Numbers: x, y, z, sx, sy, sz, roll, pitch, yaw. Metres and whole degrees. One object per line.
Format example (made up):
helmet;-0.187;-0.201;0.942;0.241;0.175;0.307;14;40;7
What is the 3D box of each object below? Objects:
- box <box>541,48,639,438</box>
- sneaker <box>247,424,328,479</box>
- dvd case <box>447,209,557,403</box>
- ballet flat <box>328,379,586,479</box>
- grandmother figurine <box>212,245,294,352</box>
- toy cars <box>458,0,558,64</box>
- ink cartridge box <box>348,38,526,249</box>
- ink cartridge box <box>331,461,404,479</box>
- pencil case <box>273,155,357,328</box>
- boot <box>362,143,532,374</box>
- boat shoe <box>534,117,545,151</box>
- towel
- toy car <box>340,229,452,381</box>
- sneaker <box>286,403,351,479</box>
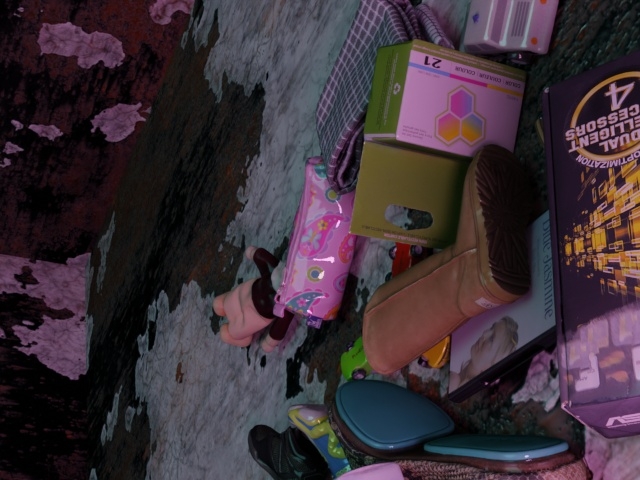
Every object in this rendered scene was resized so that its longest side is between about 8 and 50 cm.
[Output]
box;0.366;-0.041;0.719;0.394;0.097;0.318;-18;54;35
sneaker;-0.050;0.353;1.665;0.227;0.087;0.130;36;111;60
dvd case;0.237;0.077;1.194;0.253;0.022;0.180;-47;27;49
ballet flat;0.146;0.301;1.207;0.482;0.164;0.182;4;99;63
grandmother figurine;-0.102;0.107;1.873;0.342;0.104;0.208;-27;83;56
toy cars;0.217;-0.372;1.390;0.176;0.087;0.394;-58;32;38
ink cartridge box;0.157;-0.119;1.295;0.097;0.188;0.255;8;89;64
ink cartridge box;0.062;0.498;1.170;0.308;0.091;0.385;-54;48;55
pencil case;0.000;0.000;1.659;0.124;0.124;0.284;23;100;65
boot;0.155;0.027;1.272;0.269;0.089;0.236;-39;34;49
boat shoe;0.307;-0.091;1.126;0.060;0.064;0.178;-35;42;14
towel;0.086;-0.235;1.516;0.235;0.121;0.284;-98;30;-58
toy car;0.110;0.133;1.424;0.225;0.053;0.239;-49;37;34
sneaker;0.022;0.328;1.490;0.240;0.091;0.126;6;90;56
